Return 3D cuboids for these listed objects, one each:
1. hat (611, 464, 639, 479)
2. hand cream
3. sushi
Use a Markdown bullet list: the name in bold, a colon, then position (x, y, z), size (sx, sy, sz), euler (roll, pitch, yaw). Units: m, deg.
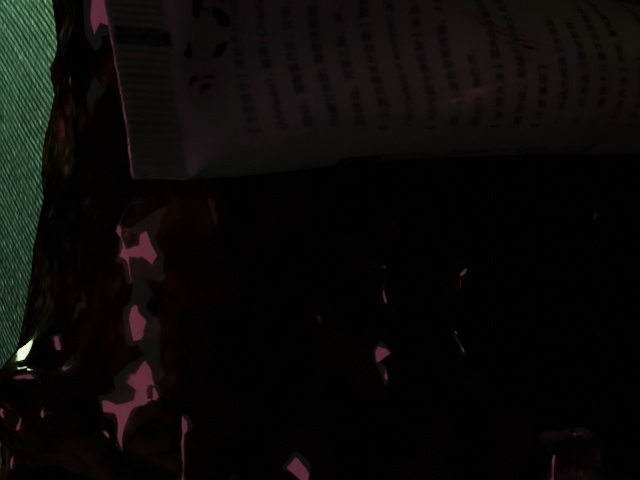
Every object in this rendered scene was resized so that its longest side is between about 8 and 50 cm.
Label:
- **hat**: position (0.130, 0.208, 0.664), size (0.173, 0.144, 0.166), euler (-4, 58, 20)
- **hand cream**: position (0.081, -0.063, 0.460), size (0.058, 0.331, 0.085), euler (-24, 70, 54)
- **sushi**: position (0.000, 0.003, 0.614), size (0.281, 0.299, 0.294), euler (105, 172, -69)
